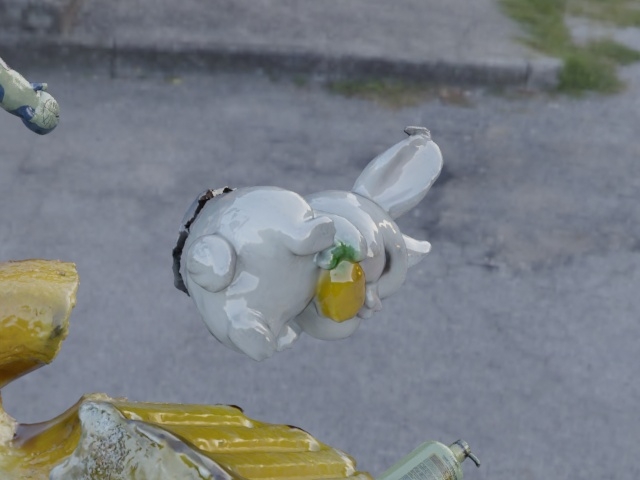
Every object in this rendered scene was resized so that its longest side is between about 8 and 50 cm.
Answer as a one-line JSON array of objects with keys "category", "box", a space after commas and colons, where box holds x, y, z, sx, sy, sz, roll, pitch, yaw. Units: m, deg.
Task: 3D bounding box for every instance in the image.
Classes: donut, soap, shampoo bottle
[{"category": "donut", "box": [-0.459, 0.263, 1.653, 0.378, 0.435, 0.163, -33, 8, -2]}, {"category": "soap", "box": [-0.058, 0.184, 0.811, 0.160, 0.080, 0.257, 26, 2, 27]}, {"category": "shampoo bottle", "box": [0.145, 0.325, 1.499, 0.162, 0.079, 0.079, -30, 39, -32]}]

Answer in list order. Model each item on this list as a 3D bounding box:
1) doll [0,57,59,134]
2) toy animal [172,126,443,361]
[{"category": "doll", "box": [-0.256, -0.127, 0.890, 0.027, 0.125, 0.037, 1, 66, 30]}, {"category": "toy animal", "box": [-0.003, 0.007, 1.057, 0.154, 0.208, 0.325, 27, 42, 26]}]
